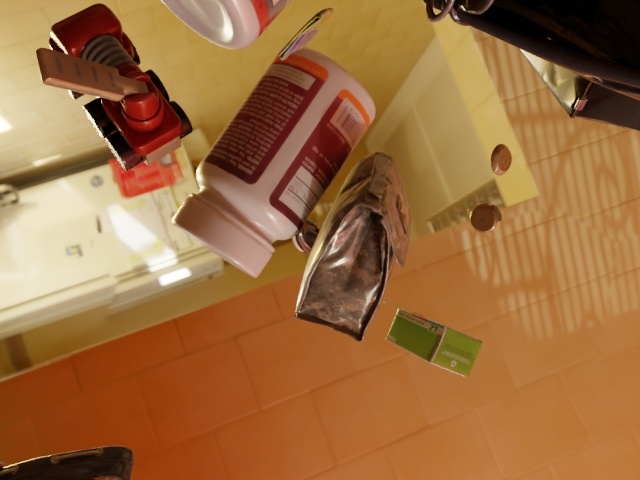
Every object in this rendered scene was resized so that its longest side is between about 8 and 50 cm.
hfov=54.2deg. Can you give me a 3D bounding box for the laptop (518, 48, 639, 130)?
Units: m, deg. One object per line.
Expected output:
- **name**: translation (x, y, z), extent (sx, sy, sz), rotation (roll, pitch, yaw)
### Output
- **laptop**: translation (0.677, -0.460, 1.348), extent (0.382, 0.236, 0.408), rotation (96, -25, -56)

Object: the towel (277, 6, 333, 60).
- **towel**: translation (-0.013, -0.209, 0.630), extent (0.009, 0.060, 0.083), rotation (45, 23, -10)

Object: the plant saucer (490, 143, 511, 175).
- **plant saucer**: translation (0.477, -0.211, 1.638), extent (0.015, 0.083, 0.083), rotation (12, -57, 52)

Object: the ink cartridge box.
- **ink cartridge box**: translation (0.219, 0.218, 1.473), extent (0.189, 0.255, 0.097), rotation (19, -94, 61)

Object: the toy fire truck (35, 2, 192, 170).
- **toy fire truck**: translation (-0.296, -0.226, 0.840), extent (0.217, 0.158, 0.246), rotation (53, -17, 8)

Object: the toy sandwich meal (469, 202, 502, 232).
- **toy sandwich meal**: translation (0.427, -0.060, 1.619), extent (0.085, 0.029, 0.085), rotation (11, -72, 37)

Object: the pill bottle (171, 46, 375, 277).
- **pill bottle**: translation (-0.089, -0.142, 1.170), extent (0.224, 0.392, 0.224), rotation (33, -8, 5)

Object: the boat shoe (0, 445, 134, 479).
- **boat shoe**: translation (-0.305, 0.252, 0.607), extent (0.079, 0.254, 0.095), rotation (-96, 168, -52)

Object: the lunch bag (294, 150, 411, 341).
- **lunch bag**: translation (0.079, -0.002, 1.179), extent (0.235, 0.169, 0.287), rotation (-69, 178, -58)

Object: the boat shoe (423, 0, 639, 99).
- **boat shoe**: translation (0.154, -0.257, 0.503), extent (0.500, 0.156, 0.187), rotation (36, -64, 14)

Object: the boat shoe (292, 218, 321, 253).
- **boat shoe**: translation (0.000, 0.000, 1.481), extent (0.233, 0.079, 0.084), rotation (42, 52, -58)

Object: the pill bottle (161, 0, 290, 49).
- **pill bottle**: translation (-0.062, -0.448, 0.817), extent (0.210, 0.363, 0.210), rotation (37, -11, 9)
